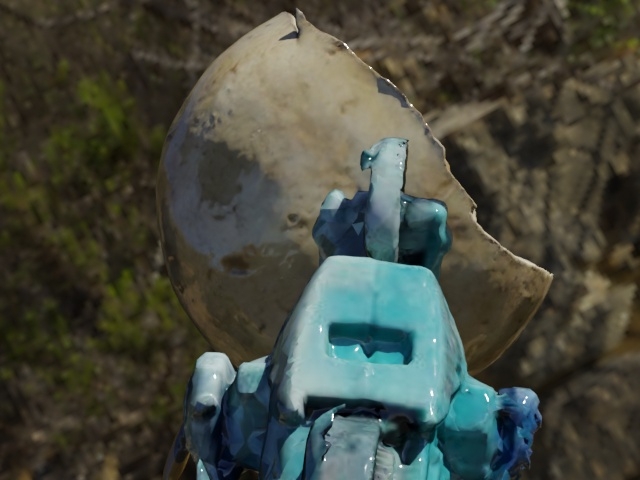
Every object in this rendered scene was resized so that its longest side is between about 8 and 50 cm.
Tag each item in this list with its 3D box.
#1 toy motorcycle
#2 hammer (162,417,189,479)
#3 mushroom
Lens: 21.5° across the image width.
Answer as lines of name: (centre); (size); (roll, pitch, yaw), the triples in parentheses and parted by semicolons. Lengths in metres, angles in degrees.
toy motorcycle: (0.018, 0.098, 0.749); (0.154, 0.206, 0.260); (4, 43, 5)
hammer: (-0.150, 0.235, 1.700); (0.078, 0.021, 0.201); (-104, 35, -79)
mushroom: (0.000, 0.000, 1.060); (0.189, 0.253, 0.195); (-40, -4, -3)
